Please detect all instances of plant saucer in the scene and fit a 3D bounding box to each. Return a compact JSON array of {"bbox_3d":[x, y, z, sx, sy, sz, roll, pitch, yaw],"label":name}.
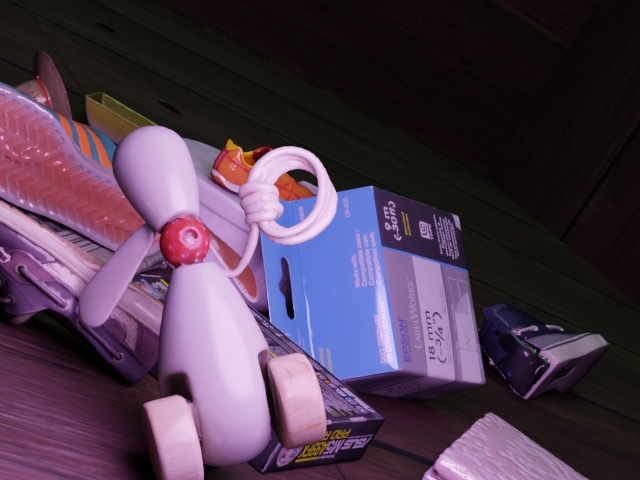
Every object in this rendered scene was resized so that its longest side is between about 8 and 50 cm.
[{"bbox_3d":[-0.290,-0.167,2.159,0.188,0.045,0.188,30,6,-6],"label":"plant saucer"}]

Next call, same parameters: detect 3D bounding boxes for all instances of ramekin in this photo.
[{"bbox_3d":[-0.117,-0.014,1.818,0.273,0.127,0.273,30,12,-7],"label":"ramekin"}]

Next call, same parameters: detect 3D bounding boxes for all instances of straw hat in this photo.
[{"bbox_3d":[-0.414,-0.202,1.966,0.061,0.144,0.144,-19,39,-23],"label":"straw hat"}]

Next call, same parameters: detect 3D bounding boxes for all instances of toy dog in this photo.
[{"bbox_3d":[-0.109,0.076,1.240,0.220,0.333,0.161,7,-24,-12],"label":"toy dog"}]

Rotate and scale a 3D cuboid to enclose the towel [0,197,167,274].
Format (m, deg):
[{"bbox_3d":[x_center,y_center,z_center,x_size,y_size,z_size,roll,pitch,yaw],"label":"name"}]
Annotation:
[{"bbox_3d":[-0.339,-0.039,1.580,0.312,0.056,0.324,36,10,5],"label":"towel"}]

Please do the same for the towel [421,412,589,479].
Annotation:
[{"bbox_3d":[0.290,0.334,1.622,0.317,0.053,0.332,34,12,14],"label":"towel"}]

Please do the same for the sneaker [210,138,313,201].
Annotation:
[{"bbox_3d":[-0.063,-0.080,1.748,0.175,0.067,0.064,20,15,-49],"label":"sneaker"}]

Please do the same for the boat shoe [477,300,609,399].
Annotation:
[{"bbox_3d":[0.367,0.168,2.288,0.158,0.127,0.340,45,17,21],"label":"boat shoe"}]

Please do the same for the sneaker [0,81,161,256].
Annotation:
[{"bbox_3d":[-0.299,-0.089,1.513,0.302,0.108,0.121,37,7,-35],"label":"sneaker"}]

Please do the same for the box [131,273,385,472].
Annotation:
[{"bbox_3d":[-0.086,0.136,1.455,0.270,0.060,0.216,38,14,25],"label":"box"}]

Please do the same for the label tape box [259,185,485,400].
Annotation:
[{"bbox_3d":[0.071,0.066,1.714,0.334,0.106,0.240,15,62,-54],"label":"label tape box"}]

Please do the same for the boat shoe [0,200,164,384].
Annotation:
[{"bbox_3d":[-0.269,0.040,1.296,0.285,0.092,0.103,32,-12,-15],"label":"boat shoe"}]

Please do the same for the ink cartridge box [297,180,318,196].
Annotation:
[{"bbox_3d":[0.000,0.000,2.102,0.275,0.060,0.239,24,-24,-34],"label":"ink cartridge box"}]
